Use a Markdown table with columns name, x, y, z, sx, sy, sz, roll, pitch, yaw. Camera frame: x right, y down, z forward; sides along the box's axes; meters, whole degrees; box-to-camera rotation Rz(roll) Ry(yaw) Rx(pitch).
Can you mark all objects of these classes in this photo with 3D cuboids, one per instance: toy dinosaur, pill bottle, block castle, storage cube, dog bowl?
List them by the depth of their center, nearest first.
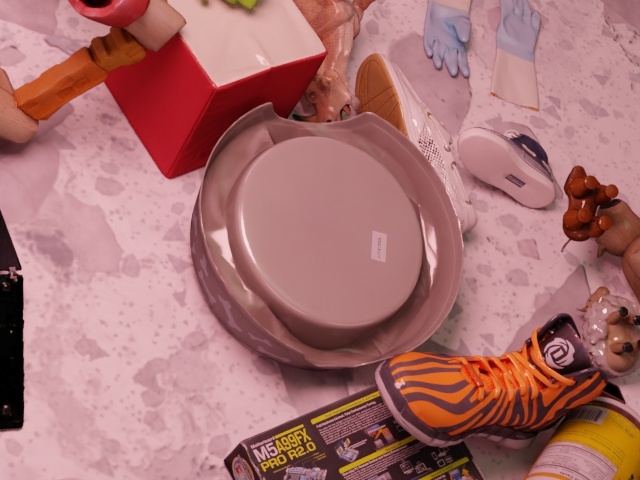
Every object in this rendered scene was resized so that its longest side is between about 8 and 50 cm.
| name | x | y | z | sx | sy | sz | roll | pitch | yaw |
| --- | --- | --- | --- | --- | --- | --- | --- | --- | --- |
| block castle | -0.380 | -0.366 | 1.589 | 0.453 | 0.303 | 0.213 | 65 | 13 | 22 |
| pill bottle | 0.310 | 0.295 | 1.662 | 0.117 | 0.117 | 0.215 | 41 | 51 | 3 |
| dog bowl | 0.000 | 0.000 | 1.684 | 0.349 | 0.102 | 0.348 | 11 | 65 | -23 |
| storage cube | -0.137 | -0.225 | 1.729 | 0.184 | 0.193 | 0.215 | -23 | 71 | -35 |
| toy dinosaur | -0.020 | -0.305 | 1.893 | 0.127 | 0.200 | 0.295 | 30 | 20 | -41 |

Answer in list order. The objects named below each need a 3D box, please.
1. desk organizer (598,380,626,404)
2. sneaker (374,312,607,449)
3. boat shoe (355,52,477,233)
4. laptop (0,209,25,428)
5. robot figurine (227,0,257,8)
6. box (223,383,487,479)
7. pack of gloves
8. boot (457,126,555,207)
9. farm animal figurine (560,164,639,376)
| name | x | y | z | sx | sy | sz | roll | pitch | yaw |
| --- | --- | --- | --- | --- | --- | --- | --- | --- | --- |
| desk organizer | 0.332 | 0.178 | 1.792 | 0.130 | 0.050 | 0.047 | 27 | 52 | -9 |
| sneaker | 0.211 | 0.149 | 1.603 | 0.321 | 0.180 | 0.124 | 11 | 47 | -50 |
| boat shoe | 0.131 | -0.126 | 1.866 | 0.096 | 0.098 | 0.277 | -10 | 72 | -34 |
| laptop | -0.451 | 0.074 | 1.495 | 0.234 | 0.136 | 0.264 | 0 | 85 | -25 |
| robot figurine | -0.113 | -0.327 | 1.639 | 0.115 | 0.067 | 0.101 | 37 | 50 | 0 |
| box | 0.056 | 0.287 | 1.580 | 0.270 | 0.060 | 0.216 | -19 | 69 | -35 |
| pack of gloves | 0.253 | -0.324 | 2.081 | 0.195 | 0.046 | 0.232 | 17 | 54 | -15 |
| boot | 0.253 | -0.122 | 1.918 | 0.190 | 0.069 | 0.086 | 35 | 39 | -37 |
| farm animal figurine | 0.472 | 0.004 | 1.901 | 0.330 | 0.172 | 0.326 | -11 | 83 | -17 |
